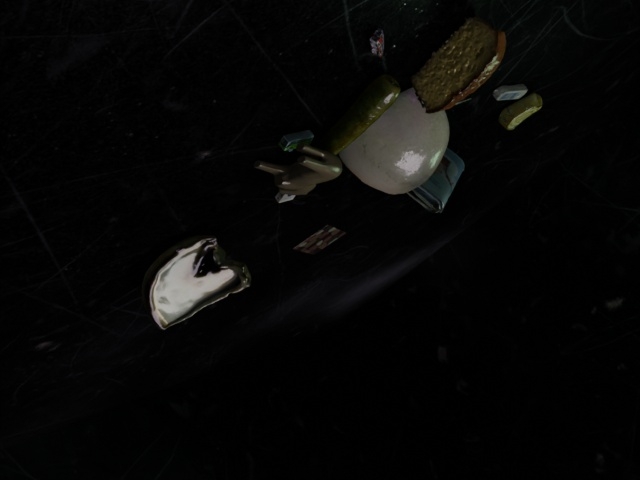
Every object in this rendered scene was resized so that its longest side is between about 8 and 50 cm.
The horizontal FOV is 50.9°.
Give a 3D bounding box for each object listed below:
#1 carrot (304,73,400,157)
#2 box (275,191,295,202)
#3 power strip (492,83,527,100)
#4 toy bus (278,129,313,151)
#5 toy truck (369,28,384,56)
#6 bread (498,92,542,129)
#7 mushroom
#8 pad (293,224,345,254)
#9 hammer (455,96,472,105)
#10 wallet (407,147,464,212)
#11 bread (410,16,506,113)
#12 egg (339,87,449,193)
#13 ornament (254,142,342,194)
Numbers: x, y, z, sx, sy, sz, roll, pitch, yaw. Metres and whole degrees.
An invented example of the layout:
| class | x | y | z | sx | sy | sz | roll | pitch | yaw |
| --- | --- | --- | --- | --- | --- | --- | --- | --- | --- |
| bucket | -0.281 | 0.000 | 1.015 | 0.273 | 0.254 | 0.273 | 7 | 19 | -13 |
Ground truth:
| class | x | y | z | sx | sy | sz | roll | pitch | yaw |
| --- | --- | --- | --- | --- | --- | --- | --- | --- | --- |
| carrot | 0.060 | -0.271 | 1.652 | 0.074 | 0.074 | 0.358 | -12 | 158 | -50 |
| box | -0.085 | -0.141 | 1.870 | 0.054 | 0.024 | 0.083 | -21 | 161 | -40 |
| power strip | 0.603 | -0.469 | 2.131 | 0.191 | 0.030 | 0.047 | -15 | 159 | -44 |
| toy bus | -0.058 | -0.238 | 1.603 | 0.083 | 0.031 | 0.037 | -19 | 153 | -38 |
| toy truck | 0.120 | -0.412 | 1.405 | 0.032 | 0.024 | 0.083 | -54 | 166 | -2 |
| bread | 0.685 | -0.445 | 2.302 | 0.156 | 0.064 | 0.117 | -34 | 169 | 6 |
| mushroom | -0.359 | 0.075 | 1.864 | 0.292 | 0.212 | 0.217 | -21 | 121 | 4 |
| pad | 0.000 | 0.000 | 2.508 | 0.158 | 0.003 | 0.235 | -34 | 164 | 11 |
| hammer | 0.374 | -0.393 | 1.965 | 0.178 | 0.021 | 0.065 | -25 | 164 | -30 |
| wallet | 0.336 | -0.206 | 2.054 | 0.075 | 0.176 | 0.250 | -48 | -176 | 44 |
| bread | 0.348 | -0.422 | 1.620 | 0.134 | 0.129 | 0.260 | -15 | 159 | -50 |
| egg | 0.225 | -0.244 | 1.810 | 0.337 | 0.201 | 0.337 | -31 | 166 | -9 |
| ornament | -0.050 | -0.164 | 1.681 | 0.230 | 0.061 | 0.245 | -15 | 163 | 34 |
